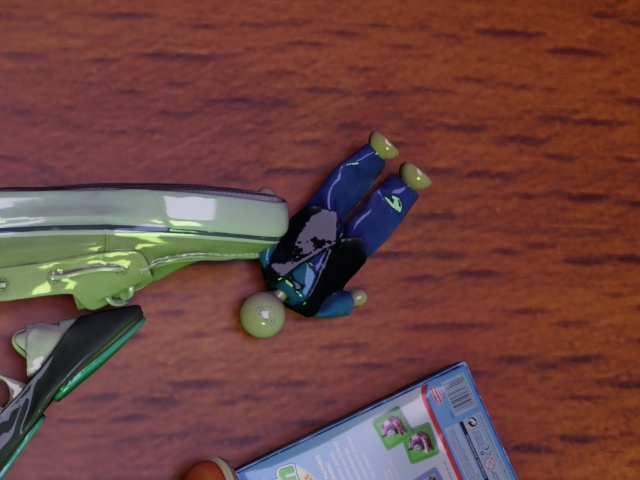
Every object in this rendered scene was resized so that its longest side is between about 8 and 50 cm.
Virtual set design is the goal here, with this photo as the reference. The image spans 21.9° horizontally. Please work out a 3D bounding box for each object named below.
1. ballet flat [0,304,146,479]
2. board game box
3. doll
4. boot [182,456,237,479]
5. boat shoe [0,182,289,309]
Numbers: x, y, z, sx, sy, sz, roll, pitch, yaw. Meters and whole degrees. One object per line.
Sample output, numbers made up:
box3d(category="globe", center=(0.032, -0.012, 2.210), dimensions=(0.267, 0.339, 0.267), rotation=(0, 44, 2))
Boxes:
box3d(category="ballet flat", center=(-0.219, 0.109, 1.237), dimensions=(0.074, 0.074, 0.203), rotation=(43, 76, -6))
box3d(category="board game box", center=(0.052, 0.212, 1.313), dimensions=(0.211, 0.039, 0.160), rotation=(-24, 89, -18))
box3d(category="doll", center=(0.000, 0.000, 1.322), dimensions=(0.129, 0.046, 0.189), rotation=(42, 80, -16))
box3d(category="boot", center=(-0.112, 0.233, 1.238), dimensions=(0.084, 0.059, 0.158), rotation=(28, 73, -43))
box3d(category="boat shoe", center=(-0.175, 0.005, 1.255), dimensions=(0.302, 0.109, 0.094), rotation=(-1, 95, -5))
